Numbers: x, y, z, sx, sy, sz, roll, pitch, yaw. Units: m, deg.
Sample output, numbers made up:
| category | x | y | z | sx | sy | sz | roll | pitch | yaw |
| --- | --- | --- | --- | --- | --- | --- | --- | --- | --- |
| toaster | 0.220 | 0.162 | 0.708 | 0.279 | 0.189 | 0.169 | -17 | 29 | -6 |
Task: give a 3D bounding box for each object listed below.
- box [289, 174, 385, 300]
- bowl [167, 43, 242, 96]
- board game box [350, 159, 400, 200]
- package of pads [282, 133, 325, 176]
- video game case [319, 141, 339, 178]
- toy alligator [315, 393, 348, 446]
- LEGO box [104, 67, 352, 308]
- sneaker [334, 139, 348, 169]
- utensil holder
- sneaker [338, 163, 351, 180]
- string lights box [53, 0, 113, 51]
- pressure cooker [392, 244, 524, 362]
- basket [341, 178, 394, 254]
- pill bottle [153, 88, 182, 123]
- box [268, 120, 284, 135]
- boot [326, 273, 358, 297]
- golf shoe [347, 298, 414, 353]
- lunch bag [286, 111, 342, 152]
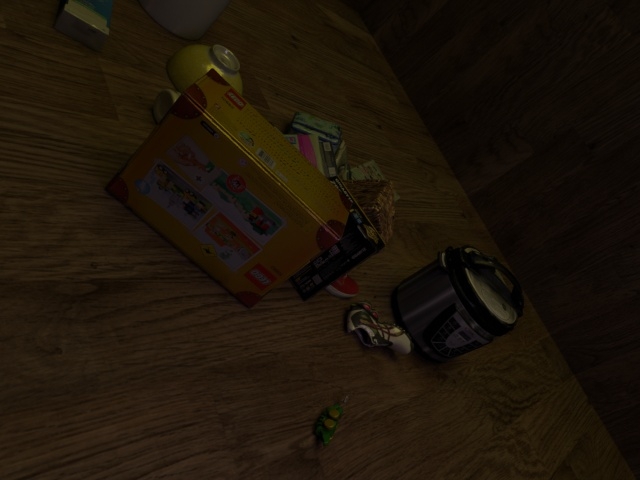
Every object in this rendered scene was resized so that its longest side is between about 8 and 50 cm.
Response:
| category | x | y | z | sx | sy | sz | roll | pitch | yaw |
| --- | --- | --- | --- | --- | --- | --- | --- | --- | --- |
| box | 0.000 | 0.000 | 1.558 | 0.257 | 0.322 | 0.079 | 56 | 33 | 7 |
| bowl | -0.377 | -0.597 | 1.824 | 0.289 | 0.156 | 0.289 | 33 | 36 | -28 |
| board game box | 0.208 | -0.222 | 2.264 | 0.224 | 0.097 | 0.303 | 55 | 33 | 3 |
| package of pads | -0.141 | -0.249 | 1.708 | 0.296 | 0.101 | 0.229 | -3 | 51 | -8 |
| video game case | -0.083 | -0.276 | 1.816 | 0.274 | 0.026 | 0.196 | -3 | 52 | -8 |
| toy alligator | 0.025 | 0.475 | 1.381 | 0.051 | 0.056 | 0.190 | 14 | 29 | 15 |
| LEGO box | -0.227 | -0.114 | 1.331 | 0.500 | 0.372 | 0.193 | 43 | 32 | -16 |
| sneaker | 0.072 | -0.321 | 2.179 | 0.115 | 0.105 | 0.281 | 58 | 36 | -25 |
| utensil holder | -0.455 | -0.993 | 1.897 | 0.327 | 0.385 | 0.328 | 32 | 37 | -29 |
| sneaker | 0.057 | -0.198 | 2.004 | 0.296 | 0.131 | 0.112 | -82 | 162 | -47 |
| string lights box | -0.718 | -0.713 | 1.573 | 0.133 | 0.077 | 0.260 | 24 | 42 | -39 |
| pressure cooker | 0.526 | 0.220 | 1.926 | 0.370 | 0.420 | 0.375 | 1 | 58 | -53 |
| basket | 0.101 | -0.072 | 1.767 | 0.223 | 0.299 | 0.213 | -59 | 143 | -52 |
| pill bottle | -0.417 | -0.401 | 1.617 | 0.186 | 0.112 | 0.112 | 0 | 58 | -52 |
| box | -0.134 | -0.339 | 1.957 | 0.244 | 0.060 | 0.100 | 42 | 22 | -16 |
| boot | 0.077 | 0.093 | 1.706 | 0.244 | 0.176 | 0.088 | 33 | 35 | -30 |
| golf shoe | 0.194 | 0.320 | 1.725 | 0.273 | 0.105 | 0.120 | 37 | 50 | -13 |
| lunch bag | -0.023 | -0.440 | 2.122 | 0.219 | 0.090 | 0.176 | 21 | 38 | -4 |
